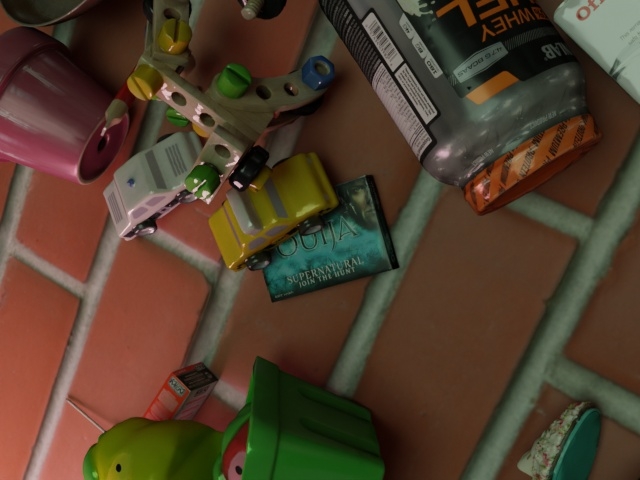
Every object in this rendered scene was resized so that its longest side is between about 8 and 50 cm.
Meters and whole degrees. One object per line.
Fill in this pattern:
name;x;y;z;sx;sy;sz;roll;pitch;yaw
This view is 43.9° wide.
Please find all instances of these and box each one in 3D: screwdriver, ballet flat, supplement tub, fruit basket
screwdriver;-0.350;0.296;1.253;0.170;0.025;0.024;29;107;21
ballet flat;0.257;0.292;0.909;0.077;0.091;0.240;16;99;48
supplement tub;0.149;-0.197;0.854;0.194;0.194;0.316;-36;79;25
fruit basket;-0.134;0.336;0.995;0.392;0.283;0.391;-1;102;-3

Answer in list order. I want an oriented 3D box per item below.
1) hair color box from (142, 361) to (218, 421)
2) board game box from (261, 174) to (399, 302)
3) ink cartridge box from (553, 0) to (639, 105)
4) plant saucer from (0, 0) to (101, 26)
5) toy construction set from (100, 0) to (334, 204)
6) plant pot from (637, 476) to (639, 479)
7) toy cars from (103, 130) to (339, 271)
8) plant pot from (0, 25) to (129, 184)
hair color box;-0.214;0.247;1.151;0.043;0.072;0.141;42;110;18
board game box;0.000;0.000;1.043;0.186;0.026;0.126;-18;87;28
ink cartridge box;0.370;-0.204;0.794;0.160;0.093;0.219;-45;74;23
plant saucer;-0.342;-0.437;1.125;0.311;0.050;0.310;-11;69;32
toy construction set;-0.163;-0.164;0.961;0.309;0.257;0.237;-8;47;43
plant pot;0.351;0.369;0.812;0.215;0.215;0.230;15;87;25
toy cars;-0.163;-0.058;1.067;0.394;0.087;0.176;14;94;32
plant pot;-0.386;-0.179;1.144;0.180;0.201;0.201;30;108;6
